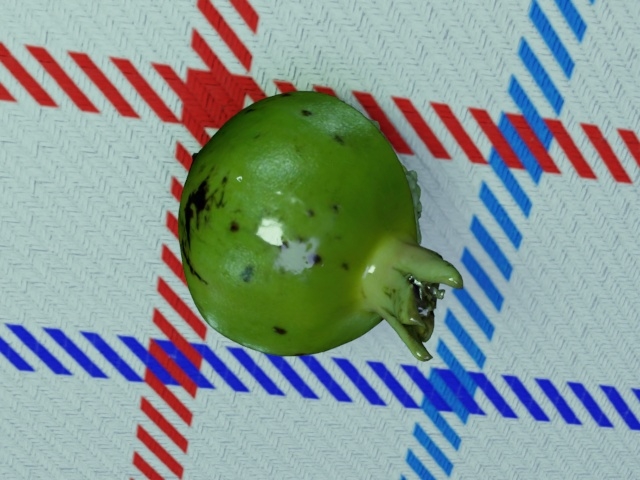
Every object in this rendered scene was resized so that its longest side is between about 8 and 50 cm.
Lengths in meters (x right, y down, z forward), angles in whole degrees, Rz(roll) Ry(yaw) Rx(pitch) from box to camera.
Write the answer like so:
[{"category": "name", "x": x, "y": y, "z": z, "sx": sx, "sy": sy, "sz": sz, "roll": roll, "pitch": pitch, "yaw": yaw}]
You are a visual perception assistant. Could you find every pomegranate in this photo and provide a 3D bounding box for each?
[{"category": "pomegranate", "x": 0.000, "y": 0.000, "z": 1.163, "sx": 0.260, "sy": 0.341, "sz": 0.260, "roll": -23, "pitch": 127, "yaw": -33}]
